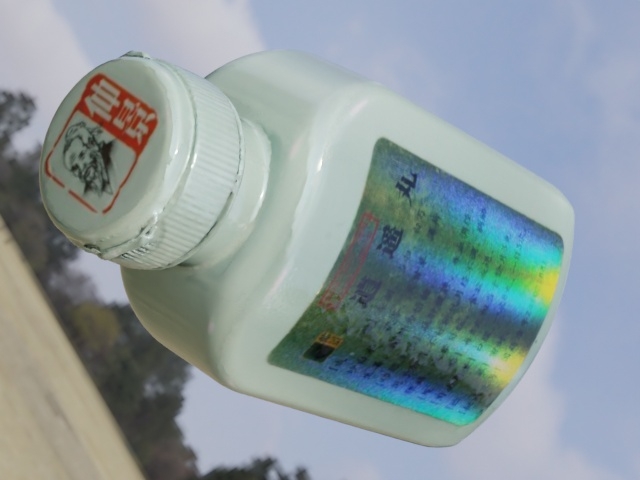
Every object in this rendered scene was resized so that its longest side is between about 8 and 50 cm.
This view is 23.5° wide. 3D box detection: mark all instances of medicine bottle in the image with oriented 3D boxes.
[{"bbox_3d":[0.000,0.000,0.569,0.083,0.121,0.229,30,4,40],"label":"medicine bottle"}]
